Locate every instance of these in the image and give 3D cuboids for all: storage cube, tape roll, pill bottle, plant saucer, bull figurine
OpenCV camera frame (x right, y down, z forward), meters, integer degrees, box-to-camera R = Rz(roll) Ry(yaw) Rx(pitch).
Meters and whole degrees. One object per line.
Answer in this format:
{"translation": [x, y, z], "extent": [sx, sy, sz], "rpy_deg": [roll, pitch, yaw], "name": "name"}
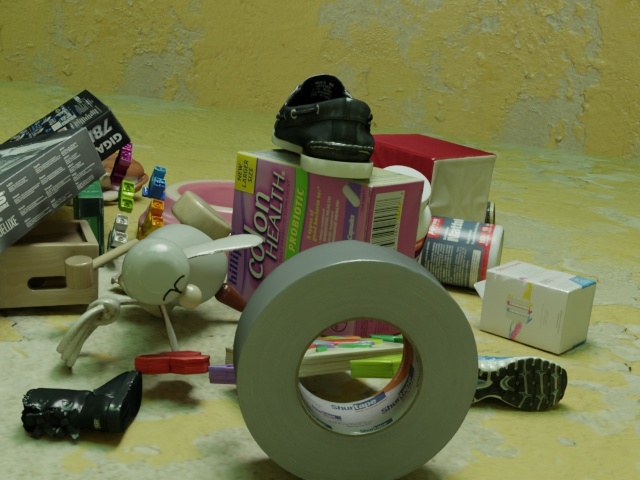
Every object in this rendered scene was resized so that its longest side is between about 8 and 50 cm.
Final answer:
{"translation": [0.182, -0.089, 1.819], "extent": [0.215, 0.184, 0.193], "rpy_deg": [-8, 21, -44], "name": "storage cube"}
{"translation": [0.030, 0.113, 0.904], "extent": [0.219, 0.219, 0.072], "rpy_deg": [3, 14, -10], "name": "tape roll"}
{"translation": [0.197, 0.016, 1.573], "extent": [0.180, 0.108, 0.108], "rpy_deg": [9, 15, 13], "name": "pill bottle"}
{"translation": [-0.147, -0.041, 1.701], "extent": [0.332, 0.084, 0.332], "rpy_deg": [5, 14, -1], "name": "plant saucer"}
{"translation": [-0.494, -0.141, 1.917], "extent": [0.310, 0.101, 0.188], "rpy_deg": [9, 18, 20], "name": "bull figurine"}
{"translation": [0.100, -0.012, 1.422], "extent": [0.108, 0.193, 0.108], "rpy_deg": [6, 46, -6], "name": "pill bottle"}

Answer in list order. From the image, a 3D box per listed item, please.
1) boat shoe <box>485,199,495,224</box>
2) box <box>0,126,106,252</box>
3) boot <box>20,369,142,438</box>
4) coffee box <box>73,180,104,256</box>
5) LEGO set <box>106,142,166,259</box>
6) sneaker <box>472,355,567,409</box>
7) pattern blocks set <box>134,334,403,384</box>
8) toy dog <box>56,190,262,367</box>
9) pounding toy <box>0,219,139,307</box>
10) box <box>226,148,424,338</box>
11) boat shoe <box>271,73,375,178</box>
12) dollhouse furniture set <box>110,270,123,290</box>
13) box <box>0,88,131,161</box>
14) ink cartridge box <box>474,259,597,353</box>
{"translation": [0.331, -0.056, 2.023], "extent": [0.049, 0.056, 0.152], "rpy_deg": [2, 5, 3], "name": "boat shoe"}
{"translation": [-0.463, -0.036, 1.260], "extent": [0.242, 0.076, 0.307], "rpy_deg": [-6, 26, 32], "name": "box"}
{"translation": [-0.235, 0.160, 0.976], "extent": [0.099, 0.045, 0.121], "rpy_deg": [1, 12, 3], "name": "boot"}
{"translation": [-0.365, -0.036, 1.541], "extent": [0.040, 0.113, 0.184], "rpy_deg": [-2, 17, -16], "name": "coffee box"}
{"translation": [-0.294, -0.042, 1.566], "extent": [0.087, 0.093, 0.227], "rpy_deg": [14, 42, -20], "name": "LEGO set"}
{"translation": [0.206, 0.153, 1.137], "extent": [0.162, 0.063, 0.073], "rpy_deg": [5, 11, -4], "name": "sneaker"}
{"translation": [-0.004, 0.124, 1.077], "extent": [0.285, 0.026, 0.325], "rpy_deg": [-1, 0, 43], "name": "pattern blocks set"}
{"translation": [-0.156, 0.055, 1.188], "extent": [0.161, 0.220, 0.334], "rpy_deg": [37, 22, -6], "name": "toy dog"}
{"translation": [-0.327, 0.043, 1.272], "extent": [0.181, 0.094, 0.206], "rpy_deg": [-2, 16, -20], "name": "pounding toy"}
{"translation": [0.000, 0.000, 1.337], "extent": [0.243, 0.214, 0.117], "rpy_deg": [18, 18, 39], "name": "box"}
{"translation": [0.004, -0.167, 1.325], "extent": [0.127, 0.113, 0.340], "rpy_deg": [5, 14, -6], "name": "boat shoe"}
{"translation": [-0.232, 0.053, 1.423], "extent": [0.076, 0.059, 0.152], "rpy_deg": [20, 38, 21], "name": "dollhouse furniture set"}
{"translation": [-0.477, -0.133, 1.644], "extent": [0.293, 0.073, 0.295], "rpy_deg": [-37, 24, -8], "name": "box"}
{"translation": [0.293, 0.088, 1.365], "extent": [0.143, 0.090, 0.092], "rpy_deg": [16, 17, 37], "name": "ink cartridge box"}
